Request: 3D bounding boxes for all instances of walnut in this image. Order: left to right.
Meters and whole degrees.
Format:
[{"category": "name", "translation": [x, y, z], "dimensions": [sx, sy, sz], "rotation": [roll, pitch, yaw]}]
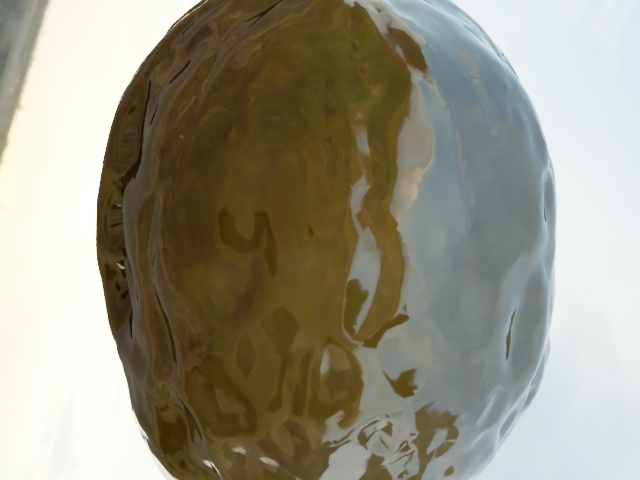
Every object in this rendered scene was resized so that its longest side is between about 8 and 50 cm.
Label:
[{"category": "walnut", "translation": [0.000, 0.000, 0.577], "dimensions": [0.354, 0.308, 0.398], "rotation": [-135, -136, -63]}]
